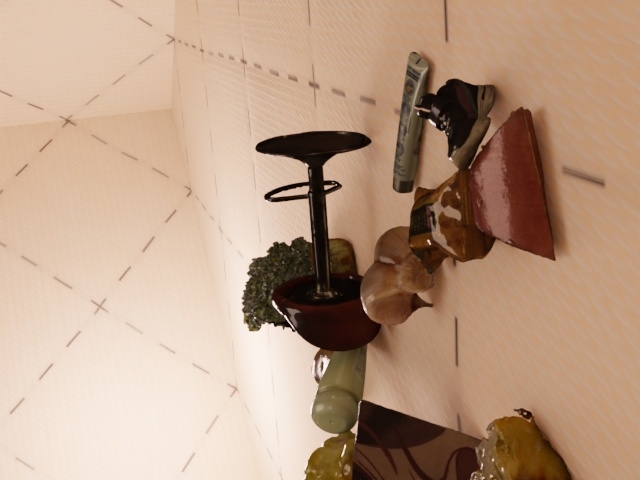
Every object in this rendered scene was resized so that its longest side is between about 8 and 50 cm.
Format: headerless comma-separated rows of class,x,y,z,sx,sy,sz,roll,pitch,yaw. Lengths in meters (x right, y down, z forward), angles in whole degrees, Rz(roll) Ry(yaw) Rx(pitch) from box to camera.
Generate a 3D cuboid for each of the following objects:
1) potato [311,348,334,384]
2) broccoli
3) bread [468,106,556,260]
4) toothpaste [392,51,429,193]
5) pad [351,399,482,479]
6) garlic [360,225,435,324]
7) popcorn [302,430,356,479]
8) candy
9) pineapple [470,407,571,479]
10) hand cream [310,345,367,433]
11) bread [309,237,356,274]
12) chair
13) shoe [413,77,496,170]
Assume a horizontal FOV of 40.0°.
potato,0.032,0.298,2.044,0.200,0.081,0.164,144,117,-70
broccoli,-0.060,0.130,2.111,0.263,0.247,0.243,-58,-14,5
bread,0.235,-0.060,1.116,0.119,0.067,0.192,-15,85,50
toothpaste,0.148,-0.188,1.441,0.062,0.039,0.239,-126,33,-50
pad,0.153,0.429,1.505,0.004,0.220,0.330,-48,-32,-52
garlic,0.135,0.058,1.493,0.099,0.124,0.174,78,-158,-61
popcorn,0.092,0.457,1.682,0.212,0.259,0.259,-51,-38,-61
candy,0.183,-0.022,1.307,0.271,0.101,0.143,164,104,-80
pineapple,0.269,0.353,1.183,0.186,0.114,0.236,-165,70,-73
hand cream,0.058,0.252,1.770,0.306,0.093,0.147,-67,-13,-50
bread,0.029,0.060,1.935,0.140,0.069,0.128,-166,67,-69
chair,0.000,0.000,1.725,0.226,0.226,0.401,-141,44,-67
shoe,0.171,-0.163,1.153,0.169,0.099,0.071,-68,0,-47
